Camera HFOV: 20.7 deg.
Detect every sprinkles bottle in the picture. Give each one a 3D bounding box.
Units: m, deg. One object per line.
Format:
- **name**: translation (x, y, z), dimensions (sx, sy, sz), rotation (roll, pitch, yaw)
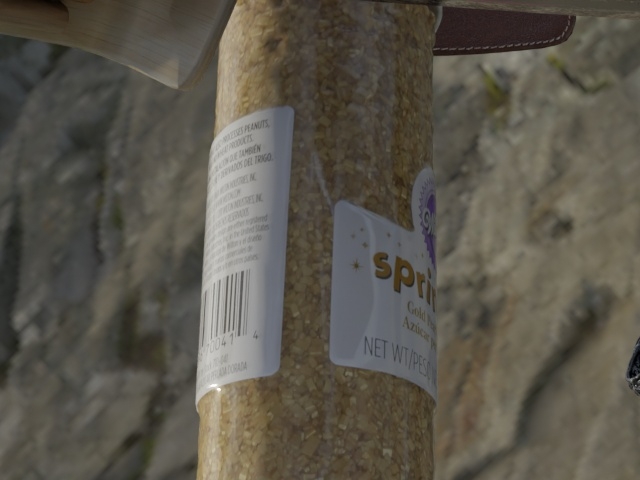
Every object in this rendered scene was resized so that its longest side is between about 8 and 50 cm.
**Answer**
- **sprinkles bottle**: translation (0.000, 0.000, 0.861), dimensions (0.121, 0.121, 0.355), rotation (-23, 56, 43)

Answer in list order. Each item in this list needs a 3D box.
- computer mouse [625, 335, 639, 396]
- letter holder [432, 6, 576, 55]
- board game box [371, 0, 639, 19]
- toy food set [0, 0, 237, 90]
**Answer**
- **computer mouse**: translation (0.194, 0.068, 0.885), dimensions (0.071, 0.041, 0.242), rotation (-23, 11, 2)
- **letter holder**: translation (0.030, -0.244, 1.314), dimensions (0.152, 0.301, 0.214), rotation (-170, 81, -72)
- **board game box**: translation (0.047, -0.172, 0.612), dimensions (0.232, 0.141, 0.291), rotation (6, 0, 18)
- **toy food set**: translation (-0.119, -0.177, 0.716), dimensions (0.092, 0.306, 0.220), rotation (34, 108, 34)
